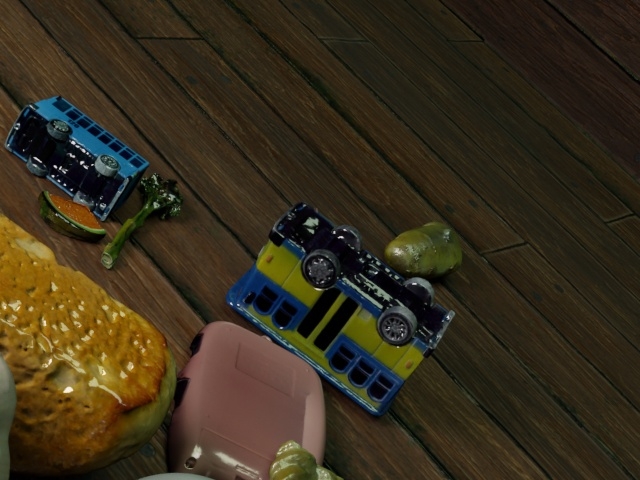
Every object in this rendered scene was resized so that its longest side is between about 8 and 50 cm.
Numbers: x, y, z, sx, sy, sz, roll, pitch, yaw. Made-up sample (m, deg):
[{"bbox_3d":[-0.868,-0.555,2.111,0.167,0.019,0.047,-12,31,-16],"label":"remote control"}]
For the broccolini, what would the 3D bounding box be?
[{"bbox_3d":[-0.266,-0.022,1.789,0.254,0.071,0.057,-63,139,-55],"label":"broccolini"}]

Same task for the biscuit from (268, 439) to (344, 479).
[{"bbox_3d":[0.041,0.373,1.461,0.274,0.036,0.187,37,39,-19],"label":"biscuit"}]

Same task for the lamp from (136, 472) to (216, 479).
[{"bbox_3d":[-0.145,0.327,1.150,0.198,0.244,0.197,26,35,-20],"label":"lamp"}]

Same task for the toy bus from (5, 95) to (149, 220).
[{"bbox_3d":[-0.352,-0.124,1.779,0.185,0.090,0.106,37,29,1],"label":"toy bus"}]

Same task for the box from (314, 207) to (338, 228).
[{"bbox_3d":[0.000,0.000,2.004,0.063,0.060,0.084,30,27,-20],"label":"box"}]

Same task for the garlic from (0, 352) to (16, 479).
[{"bbox_3d":[-0.418,0.188,1.061,0.322,0.241,0.321,26,54,-42],"label":"garlic"}]

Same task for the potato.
[{"bbox_3d":[0.185,0.018,2.151,0.188,0.085,0.105,-10,49,-47],"label":"potato"}]

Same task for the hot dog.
[{"bbox_3d":[-0.361,0.106,1.276,0.405,0.223,0.185,39,28,-14],"label":"hot dog"}]

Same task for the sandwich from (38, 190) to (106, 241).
[{"bbox_3d":[-0.345,-0.029,1.709,0.101,0.026,0.069,21,27,-31],"label":"sandwich"}]

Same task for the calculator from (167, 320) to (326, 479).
[{"bbox_3d":[-0.087,0.220,1.582,0.220,0.048,0.329,27,30,-13],"label":"calculator"}]

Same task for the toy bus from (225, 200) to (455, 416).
[{"bbox_3d":[0.029,0.095,1.764,0.288,0.175,0.138,37,29,3],"label":"toy bus"}]
